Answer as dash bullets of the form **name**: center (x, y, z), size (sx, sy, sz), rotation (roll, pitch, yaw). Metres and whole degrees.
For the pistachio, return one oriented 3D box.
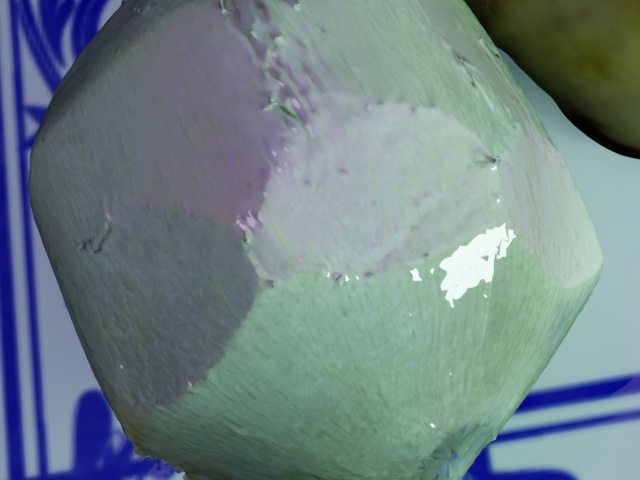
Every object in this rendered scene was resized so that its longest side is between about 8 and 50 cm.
- **pistachio**: center (0.159, -0.113, 0.726), size (0.210, 0.165, 0.130), rotation (21, 41, 32)

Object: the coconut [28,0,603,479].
- **coconut**: center (-0.002, 0.001, 0.682), size (0.227, 0.227, 0.230), rotation (-28, 62, 5)
